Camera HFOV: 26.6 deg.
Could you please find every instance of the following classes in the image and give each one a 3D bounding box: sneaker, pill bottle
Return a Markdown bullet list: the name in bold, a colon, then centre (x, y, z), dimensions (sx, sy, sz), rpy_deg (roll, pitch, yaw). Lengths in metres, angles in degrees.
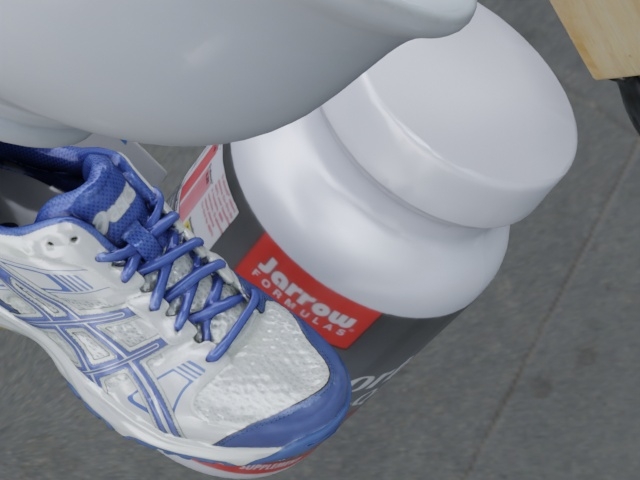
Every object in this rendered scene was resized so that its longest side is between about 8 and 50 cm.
- **sneaker**: centre (-0.113, 0.022, 0.755), dimensions (0.297, 0.131, 0.112), rpy_deg (26, 53, 2)
- **pill bottle**: centre (0.000, 0.000, 0.952), dimensions (0.210, 0.363, 0.210), rpy_deg (20, 46, -22)

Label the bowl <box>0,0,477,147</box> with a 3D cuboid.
- **bowl**: centre (-0.100, -0.127, 0.465), dimensions (0.298, 0.298, 0.134), rpy_deg (40, 111, -6)

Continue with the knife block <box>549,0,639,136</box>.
- **knife block**: centre (0.181, -0.140, 0.743), dimensions (0.276, 0.088, 0.242), rpy_deg (-29, 110, -57)

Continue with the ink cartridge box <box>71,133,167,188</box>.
- **ink cartridge box**: centre (-0.275, -0.060, 1.019), dimensions (0.233, 0.171, 0.168), rpy_deg (28, 82, 23)
